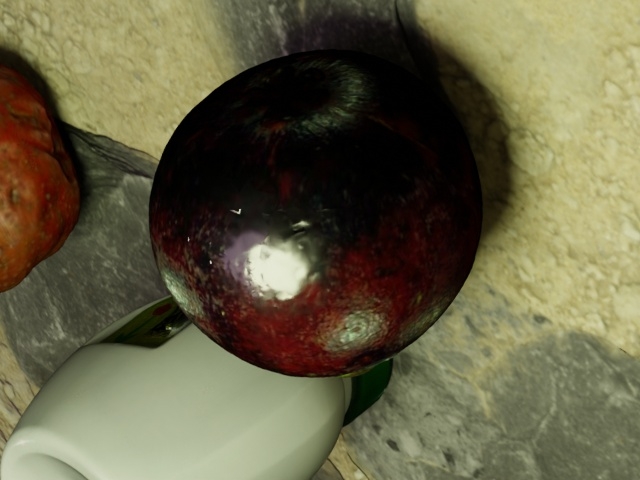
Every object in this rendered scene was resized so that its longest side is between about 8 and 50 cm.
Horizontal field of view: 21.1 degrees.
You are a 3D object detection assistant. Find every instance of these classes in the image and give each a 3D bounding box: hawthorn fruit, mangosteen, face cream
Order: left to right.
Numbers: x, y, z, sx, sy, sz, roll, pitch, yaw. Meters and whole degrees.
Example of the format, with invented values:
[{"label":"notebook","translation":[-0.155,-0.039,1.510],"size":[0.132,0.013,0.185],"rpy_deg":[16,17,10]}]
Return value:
[{"label":"hawthorn fruit","translation":[-0.391,-0.071,1.902],"size":[0.258,0.258,0.262],"rpy_deg":[22,103,35]},{"label":"face cream","translation":[-0.118,0.167,1.681],"size":[0.312,0.357,0.219],"rpy_deg":[-5,113,48]},{"label":"mangosteen","translation":[-0.001,-0.008,1.478],"size":[0.300,0.300,0.300],"rpy_deg":[27,134,32]}]
